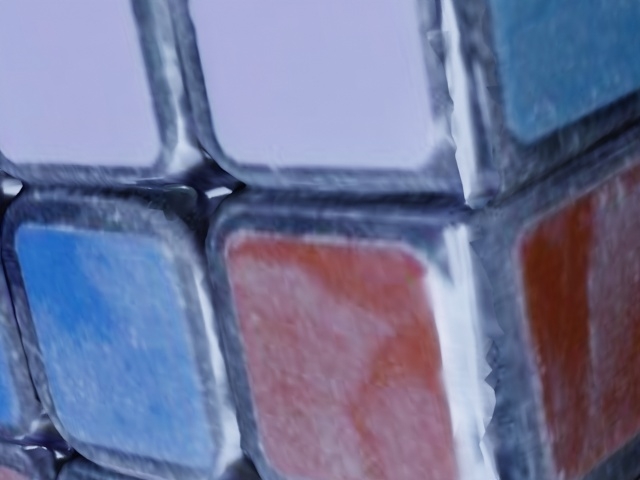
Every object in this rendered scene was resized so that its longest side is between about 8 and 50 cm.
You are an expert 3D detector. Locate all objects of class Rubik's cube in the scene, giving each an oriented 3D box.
[{"bbox_3d":[0.032,-0.021,0.668,0.362,0.363,0.358,8,112,44],"label":"Rubik's cube"}]
